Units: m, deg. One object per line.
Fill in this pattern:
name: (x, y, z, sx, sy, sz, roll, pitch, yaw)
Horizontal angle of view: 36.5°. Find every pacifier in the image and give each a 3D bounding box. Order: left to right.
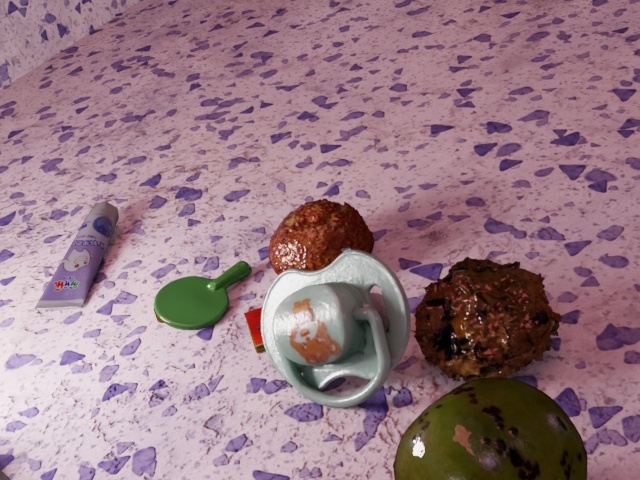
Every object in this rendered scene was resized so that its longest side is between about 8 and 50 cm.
pacifier: (0.055, 0.168, 1.858, 0.343, 0.288, 0.269, -16, -9, 38)

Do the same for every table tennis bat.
table tennis bat: (-0.256, 0.118, 2.178, 0.160, 0.039, 0.257, 33, 49, 28)

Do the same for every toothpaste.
toothpaste: (-0.595, 0.045, 2.441, 0.125, 0.080, 0.371, -2, 41, 14)

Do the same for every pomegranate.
pomegranate: (0.260, 0.349, 1.392, 0.290, 0.291, 0.323, -21, 32, -10)

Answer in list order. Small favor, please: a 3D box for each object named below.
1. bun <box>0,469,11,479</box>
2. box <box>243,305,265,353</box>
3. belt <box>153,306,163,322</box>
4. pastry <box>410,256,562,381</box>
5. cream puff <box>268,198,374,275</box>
bun: (-0.668, 0.503, 1.621, 0.354, 0.194, 0.354, -13, 31, 8)
box: (-0.107, 0.181, 2.049, 0.090, 0.023, 0.133, -20, 31, -4)
belt: (-0.339, 0.149, 2.185, 0.059, 0.036, 0.083, 18, 43, 43)
pastry: (0.301, 0.135, 1.784, 0.274, 0.193, 0.275, -10, 31, 6)
cream puff: (0.001, 0.000, 2.164, 0.240, 0.164, 0.240, -12, 26, 6)
